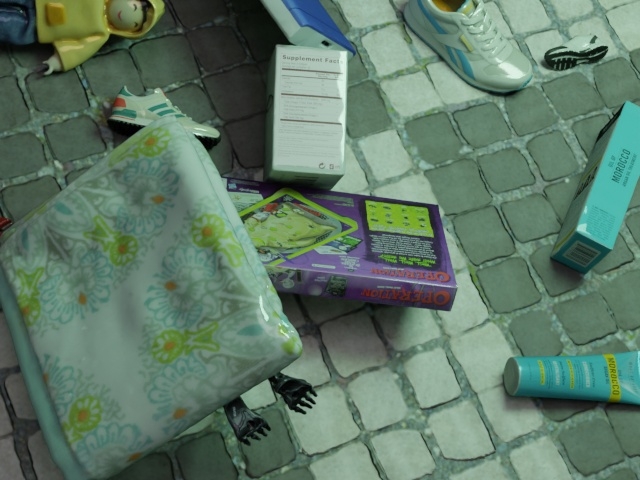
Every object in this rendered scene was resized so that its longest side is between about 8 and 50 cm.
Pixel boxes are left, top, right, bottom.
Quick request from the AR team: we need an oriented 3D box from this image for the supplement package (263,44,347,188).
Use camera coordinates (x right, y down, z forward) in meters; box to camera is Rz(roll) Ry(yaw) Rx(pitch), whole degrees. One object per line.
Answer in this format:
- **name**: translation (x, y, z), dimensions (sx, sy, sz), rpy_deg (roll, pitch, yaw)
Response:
- **supplement package**: translation (-0.022, -0.172, 1.658), dimensions (0.105, 0.105, 0.179), rpy_deg (3, 80, -9)

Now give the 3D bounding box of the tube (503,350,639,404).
- **tube**: translation (0.357, 0.189, 1.625), dimensions (0.207, 0.052, 0.080), rpy_deg (3, 72, -16)

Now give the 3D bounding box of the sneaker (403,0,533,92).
- **sneaker**: translation (0.230, -0.314, 1.799), dimensions (0.228, 0.092, 0.087), rpy_deg (38, 63, 6)

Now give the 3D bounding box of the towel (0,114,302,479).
- **towel**: translation (-0.229, 0.067, 1.431), dimensions (0.320, 0.090, 0.374), rpy_deg (-35, 60, 12)

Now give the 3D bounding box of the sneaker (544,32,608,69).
- **sneaker**: translation (0.398, -0.300, 1.860), dimensions (0.109, 0.040, 0.044), rpy_deg (-12, 53, -20)

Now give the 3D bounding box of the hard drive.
- **hard drive**: translation (-0.081, -0.404, 1.729), dimensions (0.040, 0.210, 0.319), rpy_deg (-39, 75, 15)

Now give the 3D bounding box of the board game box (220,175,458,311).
- **board game box**: translation (0.000, 0.000, 1.584), dimensions (0.346, 0.056, 0.208), rpy_deg (8, 29, -7)

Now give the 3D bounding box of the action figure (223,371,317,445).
- **action figure**: translation (-0.136, 0.147, 1.501), dimensions (0.164, 0.141, 0.275), rpy_deg (-37, 51, -15)

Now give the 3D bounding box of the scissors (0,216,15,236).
- **scissors**: translation (-0.413, -0.003, 1.578), dimensions (0.297, 0.021, 0.109), rpy_deg (12, 62, -6)

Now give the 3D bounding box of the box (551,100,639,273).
- **box**: translation (0.418, -0.078, 1.725), dimensions (0.060, 0.100, 0.244), rpy_deg (27, 64, 0)

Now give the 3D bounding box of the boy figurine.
- **boy figurine**: translation (-0.364, -0.319, 1.670), dimensions (0.285, 0.092, 0.177), rpy_deg (3, 104, -13)

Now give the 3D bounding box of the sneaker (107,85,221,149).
- **sneaker**: translation (-0.217, -0.179, 1.671), dimensions (0.161, 0.057, 0.075), rpy_deg (11, 70, -3)
